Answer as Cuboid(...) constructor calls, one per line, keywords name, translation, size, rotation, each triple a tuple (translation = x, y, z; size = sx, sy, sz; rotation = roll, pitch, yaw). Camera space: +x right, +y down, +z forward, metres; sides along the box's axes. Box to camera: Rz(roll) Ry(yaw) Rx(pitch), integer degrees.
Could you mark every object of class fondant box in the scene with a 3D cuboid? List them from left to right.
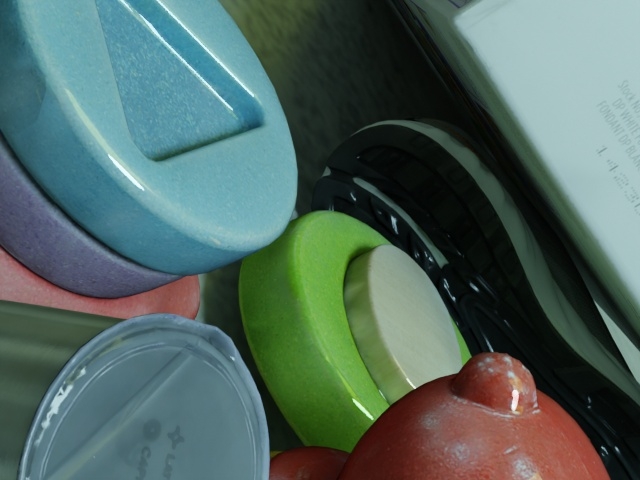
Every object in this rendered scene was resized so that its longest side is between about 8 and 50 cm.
Cuboid(name="fondant box", translation=(0.135, -0.053, 0.895), size=(0.238, 0.096, 0.330), rotation=(55, 2, -15))

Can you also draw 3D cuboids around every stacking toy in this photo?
Cuboid(name="stacking toy", translation=(0.000, 0.000, 0.681), size=(0.309, 0.130, 0.279), rotation=(53, 26, -7))

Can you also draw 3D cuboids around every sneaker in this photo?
Cuboid(name="sneaker", translation=(0.102, 0.057, 0.881), size=(0.271, 0.100, 0.108), rotation=(61, 23, -4))

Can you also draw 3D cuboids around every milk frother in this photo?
Cuboid(name="milk frother", translation=(-0.076, 0.083, 0.521), size=(0.143, 0.134, 0.129), rotation=(24, 78, -46))
